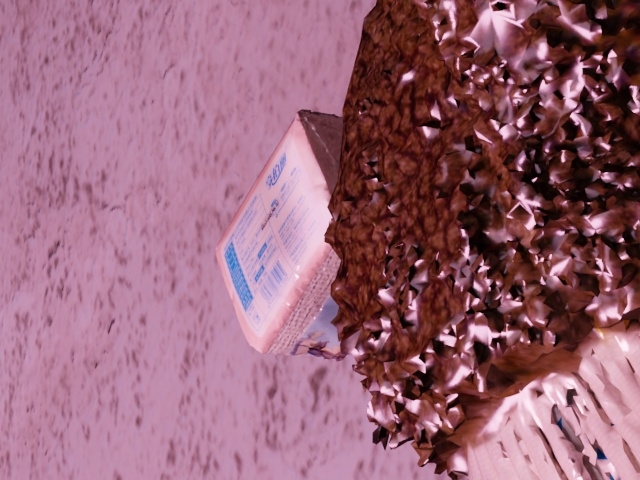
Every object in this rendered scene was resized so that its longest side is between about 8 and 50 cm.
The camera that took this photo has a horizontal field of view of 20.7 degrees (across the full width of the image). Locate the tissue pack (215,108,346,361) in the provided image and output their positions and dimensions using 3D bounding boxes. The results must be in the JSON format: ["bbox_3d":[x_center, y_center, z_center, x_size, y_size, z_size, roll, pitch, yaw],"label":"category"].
[{"bbox_3d":[0.000,0.000,0.781,0.094,0.059,0.074,-56,43,38],"label":"tissue pack"}]

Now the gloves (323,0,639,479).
[{"bbox_3d":[0.083,-0.014,0.591,0.210,0.135,0.312,-63,38,43],"label":"gloves"}]
